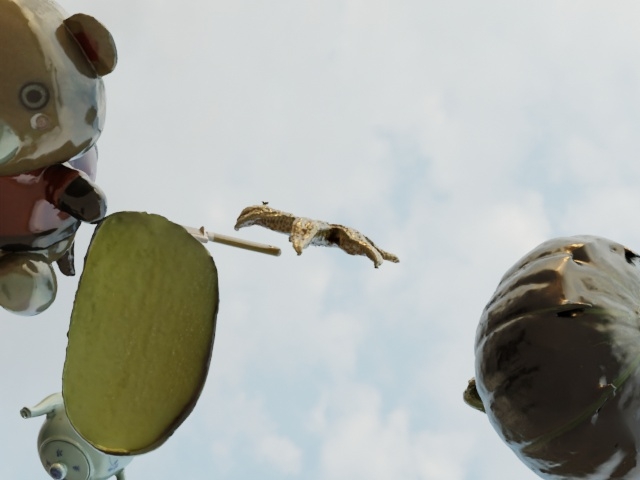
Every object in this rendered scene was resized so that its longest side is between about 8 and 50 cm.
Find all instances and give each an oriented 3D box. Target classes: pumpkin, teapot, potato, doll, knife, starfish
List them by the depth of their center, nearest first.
[{"bbox_3d":[-0.305,-0.092,1.099,0.235,0.174,0.330,16,-59,11],"label":"doll"},{"bbox_3d":[-0.201,0.110,1.269,0.111,0.160,0.271,124,-26,-78],"label":"potato"},{"bbox_3d":[0.295,0.160,1.286,0.296,0.296,0.296,0,-89,47],"label":"pumpkin"},{"bbox_3d":[0.000,0.000,1.512,0.277,0.236,0.062,171,-64,-85],"label":"starfish"},{"bbox_3d":[-0.169,-0.010,1.553,0.046,0.256,0.022,-131,-123,-63],"label":"knife"},{"bbox_3d":[-0.382,0.333,1.769,0.159,0.159,0.232,-22,-74,45],"label":"teapot"}]

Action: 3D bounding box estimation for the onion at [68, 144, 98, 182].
[{"bbox_3d":[-0.647,-0.128,2.163,0.398,0.398,0.420,-24,-149,45],"label":"onion"}]
